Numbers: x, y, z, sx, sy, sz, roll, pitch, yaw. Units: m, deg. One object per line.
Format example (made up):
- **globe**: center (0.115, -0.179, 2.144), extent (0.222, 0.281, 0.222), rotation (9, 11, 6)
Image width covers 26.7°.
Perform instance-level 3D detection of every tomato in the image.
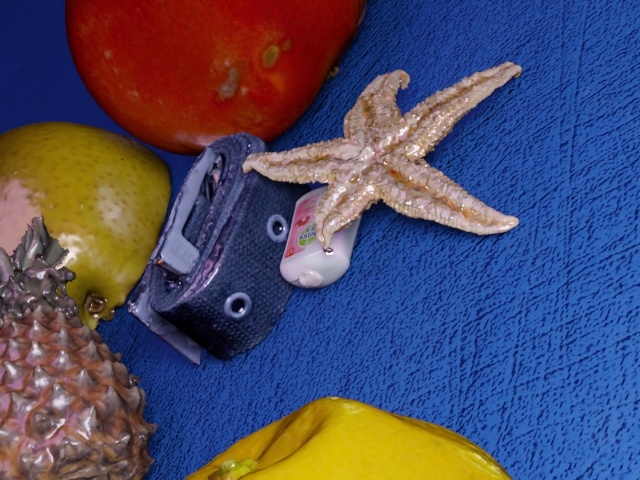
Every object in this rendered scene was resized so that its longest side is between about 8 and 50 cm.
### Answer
- **tomato**: center (-0.111, -0.262, 1.432), extent (0.325, 0.290, 0.293), rotation (-26, 32, 43)

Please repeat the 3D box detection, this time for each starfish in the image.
- **starfish**: center (0.073, -0.083, 1.172), extent (0.295, 0.048, 0.231), rotation (16, 59, 44)

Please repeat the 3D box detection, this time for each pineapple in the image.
- **pineapple**: center (-0.279, 0.116, 1.297), extent (0.175, 0.175, 0.361), rotation (-46, 46, 8)

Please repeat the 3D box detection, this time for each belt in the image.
- **belt**: center (-0.092, -0.007, 1.274), extent (0.122, 0.128, 0.218), rotation (-16, 42, 40)

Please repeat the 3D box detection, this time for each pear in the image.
- **pear**: center (-0.358, -0.020, 1.601), extent (0.340, 0.191, 0.386), rotation (-50, 30, -5)

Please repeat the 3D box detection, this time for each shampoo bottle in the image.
- **shampoo bottle**: center (0.000, 0.000, 1.224), extent (0.072, 0.043, 0.099), rotation (-19, 41, 37)

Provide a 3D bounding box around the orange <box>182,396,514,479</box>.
- **orange**: center (0.003, 0.217, 0.752), extent (0.279, 0.235, 0.279), rotation (-39, 11, 9)
